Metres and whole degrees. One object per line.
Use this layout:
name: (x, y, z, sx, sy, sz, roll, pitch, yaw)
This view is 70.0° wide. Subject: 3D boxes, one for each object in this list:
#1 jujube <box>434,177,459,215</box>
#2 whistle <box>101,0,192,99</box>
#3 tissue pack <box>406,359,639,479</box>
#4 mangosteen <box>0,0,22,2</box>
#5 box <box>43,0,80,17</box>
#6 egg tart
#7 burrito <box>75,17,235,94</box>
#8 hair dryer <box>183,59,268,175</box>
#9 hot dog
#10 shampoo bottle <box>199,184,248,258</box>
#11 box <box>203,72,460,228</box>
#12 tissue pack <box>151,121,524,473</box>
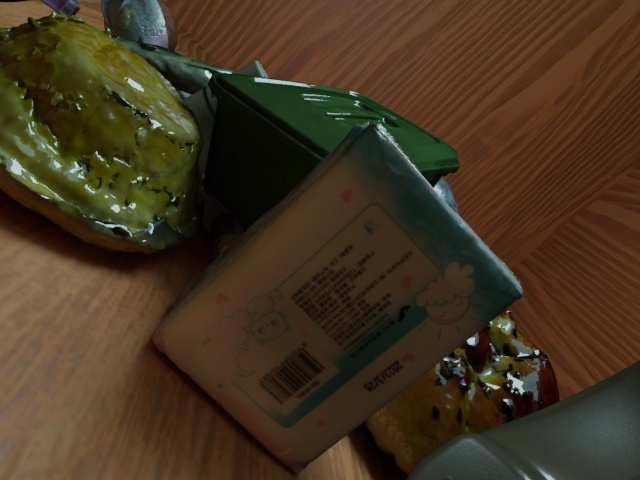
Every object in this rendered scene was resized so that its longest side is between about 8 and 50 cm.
jujube: (0.145, -0.074, 0.998, 0.308, 0.246, 0.215, 30, 16, 28)
whistle: (-0.325, -0.362, 0.910, 0.346, 0.142, 0.134, 61, 17, -3)
tissue pack: (0.281, 0.278, 0.372, 0.267, 0.387, 0.276, -112, 177, -64)
mangosteen: (-0.402, -0.401, 0.505, 0.288, 0.288, 0.288, 45, 12, -12)
box: (-0.522, -0.477, 0.866, 0.117, 0.036, 0.050, 31, 20, -50)
egg tart: (-0.236, -0.131, 0.500, 0.341, 0.132, 0.341, 45, 13, -14)
burrito: (-0.282, -0.306, 0.808, 0.309, 0.066, 0.096, 13, 2, -21)
hair dryer: (-0.111, -0.104, 0.812, 0.361, 0.203, 0.128, 62, 6, -11)
hot dog: (0.170, 0.170, 0.682, 0.368, 0.196, 0.365, -4, 54, -34)
shampoo bottle: (-0.133, -0.024, 0.655, 0.074, 0.074, 0.192, 39, 14, -36)
box: (0.015, -0.102, 0.647, 0.253, 0.177, 0.329, 39, 33, 28)
tissue pack: (0.011, 0.052, 0.426, 0.201, 0.271, 0.124, 46, 11, -7)
